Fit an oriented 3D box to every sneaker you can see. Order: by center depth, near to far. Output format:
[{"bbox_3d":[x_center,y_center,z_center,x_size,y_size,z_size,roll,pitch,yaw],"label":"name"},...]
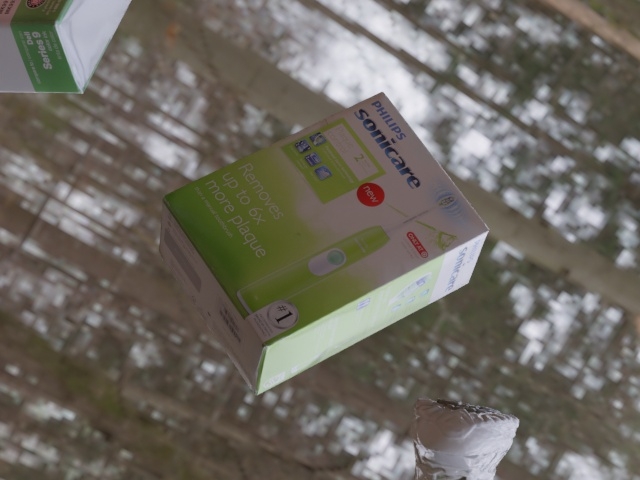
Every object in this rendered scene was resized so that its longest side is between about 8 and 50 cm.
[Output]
[{"bbox_3d":[0.119,0.203,1.500,0.232,0.090,0.115,62,40,-74],"label":"sneaker"}]

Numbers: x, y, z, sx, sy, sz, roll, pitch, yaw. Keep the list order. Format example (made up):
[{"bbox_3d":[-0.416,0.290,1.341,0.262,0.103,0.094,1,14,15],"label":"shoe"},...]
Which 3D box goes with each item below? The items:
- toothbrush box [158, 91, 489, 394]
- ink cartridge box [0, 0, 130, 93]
[{"bbox_3d":[0.000,0.000,1.840,0.206,0.283,0.122,55,-24,22],"label":"toothbrush box"},{"bbox_3d":[-0.313,-0.223,1.673,0.212,0.093,0.154,1,-134,19],"label":"ink cartridge box"}]
